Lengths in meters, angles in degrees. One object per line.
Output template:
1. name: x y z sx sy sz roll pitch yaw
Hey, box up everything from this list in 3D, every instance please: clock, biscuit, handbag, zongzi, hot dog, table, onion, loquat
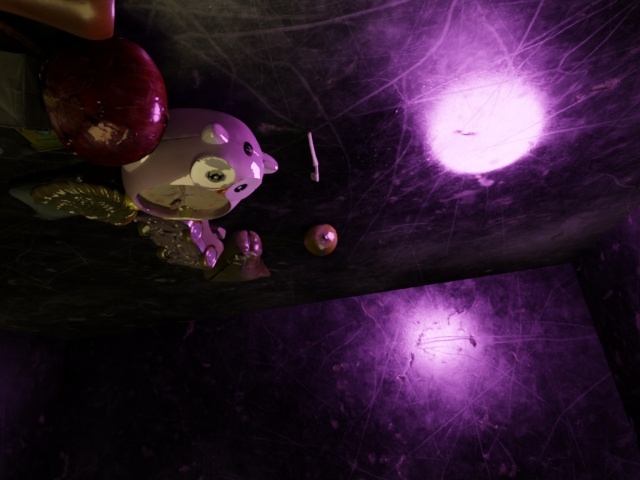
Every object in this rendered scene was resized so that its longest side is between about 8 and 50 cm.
1. clock: -0.340 -0.221 1.167 0.377 0.250 0.368 -12 160 30
2. biscuit: -0.641 -0.108 1.189 0.187 0.036 0.274 -23 151 36
3. handbag: -0.844 -0.149 1.407 0.333 0.074 0.191 -7 146 12
4. zongzi: -0.316 0.084 2.010 0.393 0.174 0.356 11 148 -38
5. hot dog: -0.635 -0.422 0.879 0.049 0.036 0.122 0 163 20
6. table: -0.599 -0.188 1.276 0.173 0.168 0.193 -14 155 17
7. onion: -0.461 -0.300 0.919 0.277 0.275 0.276 -6 157 -2
8. loquat: 0.000 0.000 1.943 0.152 0.151 0.195 -2 165 -12

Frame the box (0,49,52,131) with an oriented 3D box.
1. box: -0.706 -0.314 0.870 0.232 0.155 0.149 5 -168 -14

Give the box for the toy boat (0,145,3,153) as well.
1. toy boat: -0.917 -0.265 0.989 0.276 0.294 0.111 0 121 -53

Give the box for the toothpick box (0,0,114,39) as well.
1. toothpick box: -0.505 -0.437 0.694 0.295 0.191 0.192 -1 157 -28

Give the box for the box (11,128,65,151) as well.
1. box: -0.719 -0.318 1.067 0.141 0.064 0.220 -9 159 2

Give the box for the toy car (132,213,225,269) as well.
1. toy car: -0.515 -0.052 1.617 0.243 0.226 0.335 7 144 15

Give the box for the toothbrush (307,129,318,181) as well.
1. toothbrush: -0.023 -0.276 1.415 0.028 0.026 0.294 8 158 4
